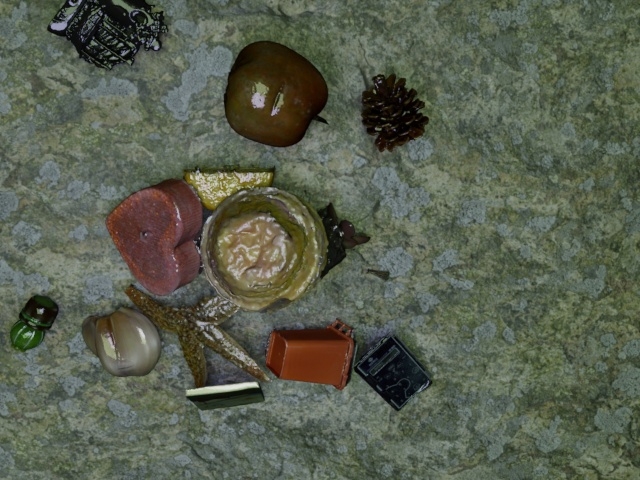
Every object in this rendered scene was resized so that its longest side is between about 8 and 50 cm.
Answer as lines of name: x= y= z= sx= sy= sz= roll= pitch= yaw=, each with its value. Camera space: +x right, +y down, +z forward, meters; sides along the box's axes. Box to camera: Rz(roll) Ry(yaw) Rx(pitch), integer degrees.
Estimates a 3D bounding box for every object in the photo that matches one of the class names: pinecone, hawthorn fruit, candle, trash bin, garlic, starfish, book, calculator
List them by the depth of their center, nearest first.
hawthorn fruit: x=-0.108 y=-0.384 z=1.486 sx=0.301 sy=0.268 sz=0.268 roll=15 pitch=95 yaw=-16
candle: x=-0.463 y=-0.022 z=1.499 sx=0.287 sy=0.131 sz=0.317 roll=23 pitch=116 yaw=21
pinecone: x=0.198 y=-0.370 z=1.562 sx=0.185 sy=0.168 sz=0.212 roll=-46 pitch=112 yaw=-13
book: x=-0.263 y=0.442 z=1.566 sx=0.201 sy=0.289 sz=0.026 roll=-7 pitch=66 yaw=-4
starfish: x=-0.330 y=0.256 z=1.573 sx=0.398 sy=0.132 sz=0.384 roll=-20 pitch=100 yaw=11
garlic: x=-0.564 y=0.306 z=1.578 sx=0.217 sy=0.110 sz=0.228 roll=-20 pitch=106 yaw=16
trash bin: x=-0.025 y=0.319 z=1.593 sx=0.238 sy=0.161 sz=0.184 roll=11 pitch=95 yaw=-29
calculator: x=0.227 y=0.403 z=1.678 sx=0.165 sy=0.028 sz=0.274 roll=-42 pitch=121 yaw=0

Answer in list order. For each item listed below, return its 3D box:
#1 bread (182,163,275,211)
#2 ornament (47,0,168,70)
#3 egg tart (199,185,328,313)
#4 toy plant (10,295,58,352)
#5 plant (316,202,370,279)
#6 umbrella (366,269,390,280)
bread: x=-0.254 y=-0.141 z=1.552 sx=0.260 sy=0.160 sz=0.147 roll=-1 pitch=103 yaw=-11
ornament: x=-0.568 y=-0.581 z=1.507 sx=0.260 sy=0.106 sz=0.251 roll=38 pitch=99 yaw=-17
egg tart: x=-0.155 y=0.025 z=1.428 sx=0.352 sy=0.150 sz=0.352 roll=0 pitch=90 yaw=6
toy plant: x=-0.823 y=0.243 z=1.573 sx=0.093 sy=0.093 sz=0.162 roll=30 pitch=96 yaw=-8
plant: x=0.000 y=0.000 z=1.578 sx=0.234 sy=0.178 sz=0.204 roll=-44 pitch=95 yaw=-2
umbrella: x=0.181 y=0.103 z=1.688 sx=0.083 sy=0.020 sz=0.031 roll=15 pitch=94 yaw=-2
